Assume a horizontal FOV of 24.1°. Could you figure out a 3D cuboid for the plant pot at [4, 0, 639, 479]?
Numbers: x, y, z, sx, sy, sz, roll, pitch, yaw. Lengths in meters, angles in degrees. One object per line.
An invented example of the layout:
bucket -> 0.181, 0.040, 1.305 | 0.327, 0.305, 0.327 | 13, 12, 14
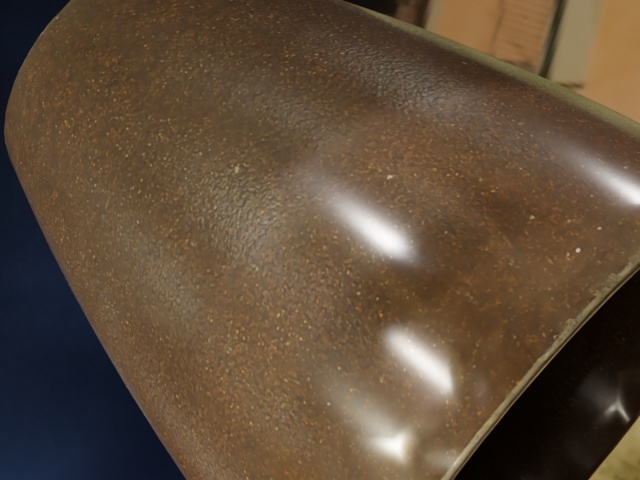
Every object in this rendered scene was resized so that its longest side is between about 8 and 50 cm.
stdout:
plant pot -> 0.000, 0.000, 0.547 | 0.215, 0.230, 0.215 | -41, -23, -21
